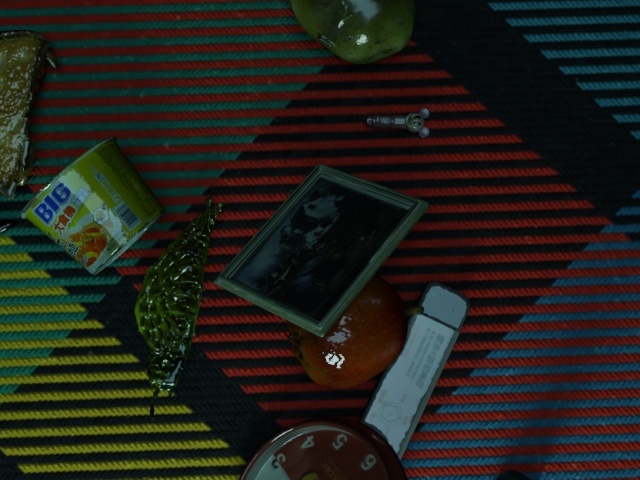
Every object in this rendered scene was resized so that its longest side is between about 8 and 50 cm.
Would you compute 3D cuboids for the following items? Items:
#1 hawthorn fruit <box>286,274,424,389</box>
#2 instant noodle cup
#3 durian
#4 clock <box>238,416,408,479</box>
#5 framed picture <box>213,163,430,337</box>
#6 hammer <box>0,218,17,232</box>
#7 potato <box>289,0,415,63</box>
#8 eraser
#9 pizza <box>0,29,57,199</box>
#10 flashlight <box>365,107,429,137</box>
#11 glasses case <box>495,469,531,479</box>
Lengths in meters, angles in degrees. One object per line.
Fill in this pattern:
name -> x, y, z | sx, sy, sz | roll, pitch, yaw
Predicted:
hawthorn fruit -> 0.060, 0.135, 1.522 | 0.225, 0.196, 0.196 | -14, 85, -7
instant noodle cup -> -0.355, -0.051, 1.534 | 0.205, 0.205, 0.153 | -44, 94, -4
durian -> -0.245, 0.101, 1.551 | 0.106, 0.132, 0.375 | 18, 79, -12
clock -> -0.003, 0.430, 1.482 | 0.318, 0.080, 0.318 | -14, 59, 25
framed picture -> 0.000, 0.000, 1.507 | 0.232, 0.019, 0.296 | 22, 59, 32
hammer -> -0.597, 0.005, 1.606 | 0.178, 0.021, 0.065 | -30, 85, -4
potato -> 0.049, -0.409, 1.592 | 0.197, 0.148, 0.228 | -19, 88, 12
eraser -> 0.140, 0.238, 1.574 | 0.089, 0.061, 0.352 | 26, 85, 3
pizza -> -0.536, -0.237, 1.603 | 0.251, 0.074, 0.288 | -43, 88, -4
flashlight -> 0.132, -0.204, 1.628 | 0.110, 0.031, 0.052 | 1, 85, -1
glasses case -> 0.305, 0.422, 1.437 | 0.070, 0.301, 0.117 | 36, 85, 2
